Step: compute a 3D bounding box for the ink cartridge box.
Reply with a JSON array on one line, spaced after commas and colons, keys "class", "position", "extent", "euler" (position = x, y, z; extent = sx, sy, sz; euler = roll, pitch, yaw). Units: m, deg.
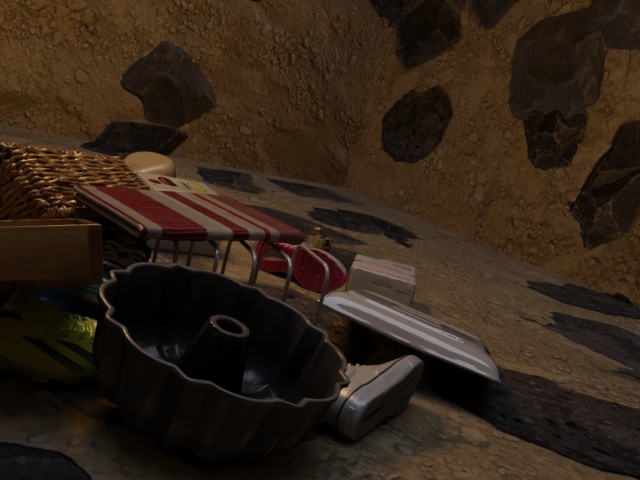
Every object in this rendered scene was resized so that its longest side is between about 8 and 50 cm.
[{"class": "ink cartridge box", "position": [0.147, 0.106, 1.745], "extent": [0.160, 0.093, 0.219], "euler": [15, 11, 6]}]

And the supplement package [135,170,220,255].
[{"class": "supplement package", "position": [-0.365, -0.068, 1.795], "extent": [0.194, 0.149, 0.203], "euler": [9, 13, -30]}]

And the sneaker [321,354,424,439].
[{"class": "sneaker", "position": [0.075, 0.214, 1.066], "extent": [0.091, 0.094, 0.258], "euler": [25, 15, 26]}]

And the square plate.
[{"class": "square plate", "position": [0.180, 0.165, 1.371], "extent": [0.344, 0.049, 0.347], "euler": [22, 1, 11]}]

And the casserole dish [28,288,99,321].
[{"class": "casserole dish", "position": [-0.422, 0.106, 1.106], "extent": [0.188, 0.037, 0.114], "euler": [23, 13, 33]}]

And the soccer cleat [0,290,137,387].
[{"class": "soccer cleat", "position": [-0.360, 0.115, 0.902], "extent": [0.289, 0.121, 0.093], "euler": [7, 13, -37]}]

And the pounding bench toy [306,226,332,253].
[{"class": "pounding bench toy", "position": [0.000, 0.000, 2.127], "extent": [0.052, 0.083, 0.065], "euler": [20, 12, 28]}]

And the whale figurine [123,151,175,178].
[{"class": "whale figurine", "position": [-0.568, -0.171, 2.203], "extent": [0.216, 0.141, 0.272], "euler": [19, 36, 23]}]

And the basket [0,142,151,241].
[{"class": "basket", "position": [-0.461, -0.028, 1.334], "extent": [0.223, 0.213, 0.299], "euler": [41, 21, 26]}]

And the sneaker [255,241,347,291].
[{"class": "sneaker", "position": [-0.034, 0.051, 1.756], "extent": [0.252, 0.103, 0.111], "euler": [21, 14, 29]}]

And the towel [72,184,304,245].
[{"class": "towel", "position": [-0.220, -0.038, 1.214], "extent": [0.329, 0.037, 0.237], "euler": [1, 17, -46]}]

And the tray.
[{"class": "tray", "position": [-0.404, 0.012, 0.932], "extent": [0.202, 0.076, 0.411], "euler": [-3, 3, -21]}]

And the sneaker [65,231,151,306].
[{"class": "sneaker", "position": [-0.344, 0.042, 1.185], "extent": [0.108, 0.121, 0.302], "euler": [26, -2, -17]}]

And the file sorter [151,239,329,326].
[{"class": "file sorter", "position": [-0.152, 0.084, 1.226], "extent": [0.277, 0.173, 0.193], "euler": [10, 11, -23]}]

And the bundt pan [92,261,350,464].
[{"class": "bundt pan", "position": [-0.135, 0.158, 0.902], "extent": [0.330, 0.124, 0.331], "euler": [22, 16, -7]}]
